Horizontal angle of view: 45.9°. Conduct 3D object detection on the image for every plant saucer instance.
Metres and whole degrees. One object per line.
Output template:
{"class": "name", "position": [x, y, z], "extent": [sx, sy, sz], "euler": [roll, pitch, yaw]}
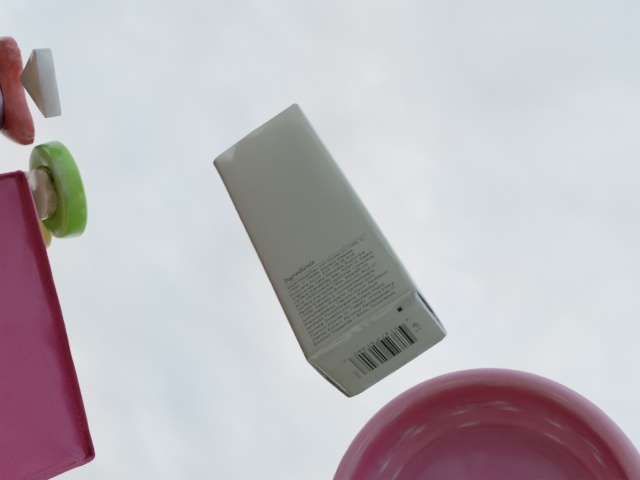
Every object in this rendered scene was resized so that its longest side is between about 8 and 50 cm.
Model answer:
{"class": "plant saucer", "position": [0.167, 0.294, 0.753], "extent": [0.332, 0.332, 0.084], "euler": [13, -27, 33]}

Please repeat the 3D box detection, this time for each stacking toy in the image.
{"class": "stacking toy", "position": [-0.440, -0.116, 1.012], "extent": [0.279, 0.130, 0.308], "euler": [6, -71, 52]}

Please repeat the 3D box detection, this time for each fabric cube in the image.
{"class": "fabric cube", "position": [-0.384, 0.100, 0.619], "extent": [0.258, 0.259, 0.254], "euler": [-7, -84, 46]}

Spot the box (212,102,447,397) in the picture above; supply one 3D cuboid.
{"class": "box", "position": [0.000, 0.000, 0.710], "extent": [0.094, 0.113, 0.275], "euler": [50, 9, -48]}
